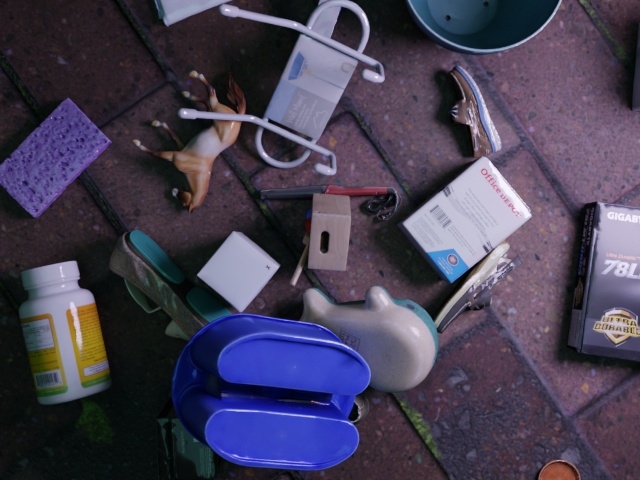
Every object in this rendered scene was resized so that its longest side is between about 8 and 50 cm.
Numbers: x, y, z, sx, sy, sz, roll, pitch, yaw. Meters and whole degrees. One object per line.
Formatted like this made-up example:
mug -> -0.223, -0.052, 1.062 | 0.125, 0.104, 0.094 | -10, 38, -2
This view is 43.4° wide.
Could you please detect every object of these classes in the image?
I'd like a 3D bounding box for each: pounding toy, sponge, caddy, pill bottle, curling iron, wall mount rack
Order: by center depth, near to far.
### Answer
caddy -> -0.080, 0.256, 1.381 | 0.341, 0.179, 0.241 | 11, 88, -22
wall mount rack -> -0.067, -0.272, 1.424 | 0.304, 0.130, 0.350 | 23, 119, -10
pill bottle -> -0.477, 0.167, 1.487 | 0.136, 0.136, 0.245 | -12, 90, -2
pounding toy -> 0.000, 0.000, 1.494 | 0.100, 0.130, 0.141 | 5, 113, -1
sponge -> -0.514, -0.158, 1.539 | 0.117, 0.031, 0.210 | 44, 88, -1
curling iron -> 0.020, -0.080, 1.552 | 0.274, 0.035, 0.068 | 5, 90, -2

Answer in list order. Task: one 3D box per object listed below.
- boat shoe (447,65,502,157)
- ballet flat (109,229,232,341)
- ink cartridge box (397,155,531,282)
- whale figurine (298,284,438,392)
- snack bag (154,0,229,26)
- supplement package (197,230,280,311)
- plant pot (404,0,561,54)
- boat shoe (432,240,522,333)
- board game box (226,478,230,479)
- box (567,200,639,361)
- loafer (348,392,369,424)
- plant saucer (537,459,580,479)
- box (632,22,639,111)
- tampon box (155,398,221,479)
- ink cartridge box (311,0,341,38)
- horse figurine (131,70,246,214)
boat shoe -> 0.282, -0.245, 1.544 | 0.066, 0.066, 0.183 | -27, 91, 0
ballet flat -> -0.275, 0.117, 1.523 | 0.316, 0.107, 0.106 | 45, 109, 4
ink cartridge box -> 0.272, -0.040, 1.533 | 0.203, 0.086, 0.148 | -39, 91, -2
whale figurine -> 0.093, 0.168, 1.518 | 0.272, 0.141, 0.216 | 20, 120, 20
snack bag -> -0.205, -0.619, 1.546 | 0.343, 0.037, 0.323 | -21, 91, -1
supplement package -> -0.145, 0.054, 1.475 | 0.105, 0.179, 0.105 | 40, 88, -1
plant pot -> 0.281, -0.469, 1.479 | 0.290, 0.195, 0.290 | 0, 90, -1
boat shoe -> 0.300, 0.098, 1.538 | 0.073, 0.080, 0.223 | 41, 84, 4
board game box -> -0.162, 0.553, 1.550 | 0.103, 0.026, 0.154 | 21, 89, -2
box -> 0.646, 0.088, 1.554 | 0.296, 0.073, 0.293 | 9, 91, -2
loafer -> -0.011, 0.264, 1.524 | 0.251, 0.087, 0.094 | 33, 89, -1
plant saucer -> 0.466, 0.470, 1.575 | 0.083, 0.013, 0.083 | 0, 91, -1
box -> 0.679, -0.338, 1.498 | 0.119, 0.181, 0.181 | 5, 89, -2
tampon box -> -0.238, 0.363, 1.481 | 0.101, 0.161, 0.120 | -3, 91, -2
ink cartridge box -> 0.009, -0.416, 1.521 | 0.046, 0.097, 0.207 | 19, 89, -3
horse figurine -> -0.228, -0.203, 1.531 | 0.174, 0.066, 0.263 | 41, 91, 3
